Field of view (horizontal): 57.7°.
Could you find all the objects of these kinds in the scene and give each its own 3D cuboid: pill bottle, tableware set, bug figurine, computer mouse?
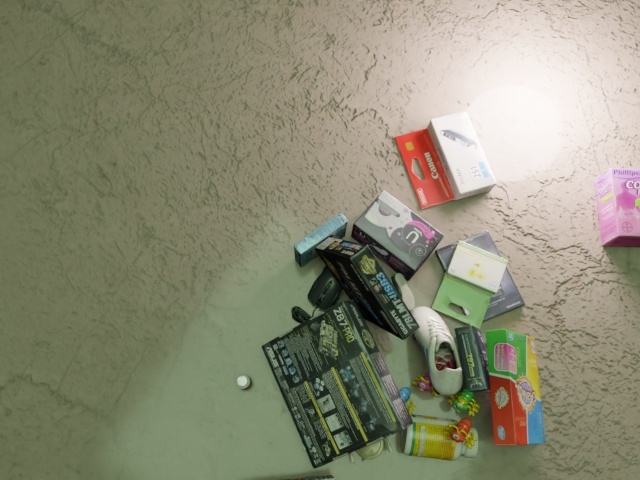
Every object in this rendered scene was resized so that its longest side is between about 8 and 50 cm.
[{"bbox_3d":[0.349,0.583,1.713,0.209,0.117,0.117,6,72,1],"label":"pill bottle"},{"bbox_3d":[0.133,0.560,1.758,0.128,0.039,0.194,-18,68,5],"label":"tableware set"},{"bbox_3d":[0.342,0.476,1.699,0.279,0.072,0.216,23,38,24],"label":"bug figurine"},{"bbox_3d":[0.046,0.184,1.862,0.184,0.060,0.262,36,75,10],"label":"computer mouse"},{"bbox_3d":[-0.233,0.430,1.765,0.044,0.083,0.043,0,73,-1],"label":"pill bottle"}]

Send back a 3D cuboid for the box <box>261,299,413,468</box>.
[{"bbox_3d":[0.038,0.416,1.698,0.318,0.097,0.394,-33,72,23],"label":"box"}]

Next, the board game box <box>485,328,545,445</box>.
[{"bbox_3d":[0.575,0.434,1.711,0.064,0.242,0.316,-13,69,37],"label":"board game box"}]

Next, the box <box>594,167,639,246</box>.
[{"bbox_3d":[1.062,-0.107,1.948,0.214,0.117,0.242,3,72,0],"label":"box"}]

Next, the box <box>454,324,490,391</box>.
[{"bbox_3d":[0.460,0.355,1.729,0.059,0.233,0.183,-14,71,18],"label":"box"}]

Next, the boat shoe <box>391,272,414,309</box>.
[{"bbox_3d":[0.264,0.168,1.884,0.046,0.038,0.125,-19,81,-36],"label":"boat shoe"}]

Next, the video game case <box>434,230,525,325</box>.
[{"bbox_3d":[0.522,0.122,1.912,0.196,0.026,0.274,-20,75,-8],"label":"video game case"}]

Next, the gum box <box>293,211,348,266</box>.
[{"bbox_3d":[0.000,0.000,1.869,0.184,0.157,0.041,-35,76,-11],"label":"gum box"}]

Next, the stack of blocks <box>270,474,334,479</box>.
[{"bbox_3d":[-0.107,0.722,1.630,0.298,0.171,0.087,-5,73,-4],"label":"stack of blocks"}]

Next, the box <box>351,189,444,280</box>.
[{"bbox_3d":[0.247,-0.017,1.888,0.247,0.142,0.163,39,76,10],"label":"box"}]

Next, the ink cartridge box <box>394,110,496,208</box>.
[{"bbox_3d":[0.430,-0.281,2.016,0.261,0.066,0.296,-16,73,-7],"label":"ink cartridge box"}]

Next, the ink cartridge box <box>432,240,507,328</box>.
[{"bbox_3d":[0.479,0.140,1.865,0.171,0.056,0.234,23,71,5],"label":"ink cartridge box"}]

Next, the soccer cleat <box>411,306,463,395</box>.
[{"bbox_3d":[0.354,0.299,1.734,0.116,0.143,0.331,-6,42,-7],"label":"soccer cleat"}]

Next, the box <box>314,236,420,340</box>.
[{"bbox_3d":[0.130,0.132,1.707,0.073,0.293,0.295,-38,107,-11],"label":"box"}]
